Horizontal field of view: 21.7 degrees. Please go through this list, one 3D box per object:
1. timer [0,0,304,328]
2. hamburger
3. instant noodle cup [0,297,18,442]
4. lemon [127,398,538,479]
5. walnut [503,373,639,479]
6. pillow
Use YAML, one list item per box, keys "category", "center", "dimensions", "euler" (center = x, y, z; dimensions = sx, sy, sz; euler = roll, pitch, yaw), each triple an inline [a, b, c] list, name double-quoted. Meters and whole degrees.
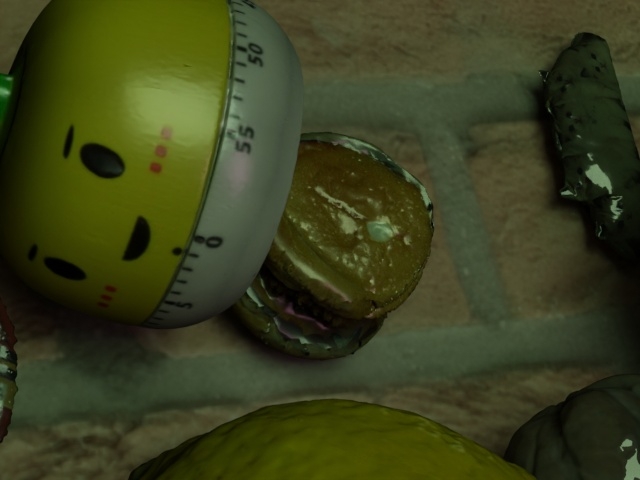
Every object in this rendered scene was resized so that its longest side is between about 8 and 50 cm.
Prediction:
- category: "timer"
  center: [-0.173, -0.078, 1.215]
  dimensions: [0.285, 0.285, 0.285]
  euler: [11, 62, -21]
- category: "hamburger"
  center: [0.000, 0.000, 1.352]
  dimensions: [0.177, 0.113, 0.185]
  euler: [-1, 59, -25]
- category: "instant noodle cup"
  center: [-0.350, 0.094, 1.146]
  dimensions: [0.274, 0.091, 0.274]
  euler: [11, 62, -21]
- category: "lemon"
  center: [0.013, 0.270, 1.081]
  dimensions: [0.387, 0.350, 0.350]
  euler: [42, 54, 18]
- category: "walnut"
  center: [0.249, 0.216, 1.313]
  dimensions: [0.224, 0.224, 0.224]
  euler: [11, 62, -21]
- category: "pillow"
  center: [0.250, -0.092, 1.551]
  dimensions: [0.093, 0.051, 0.241]
  euler: [5, 65, -29]
